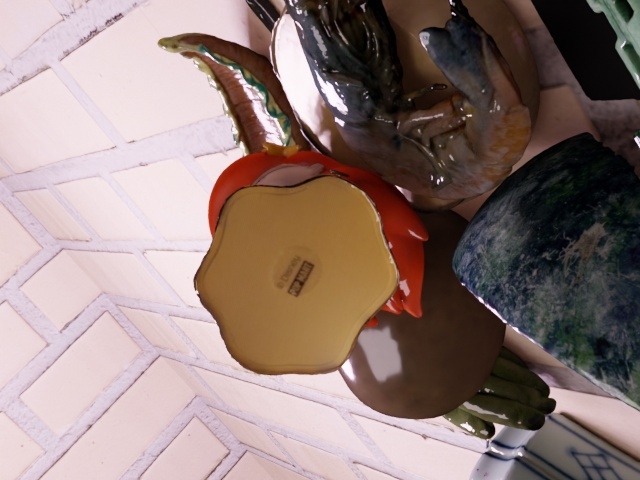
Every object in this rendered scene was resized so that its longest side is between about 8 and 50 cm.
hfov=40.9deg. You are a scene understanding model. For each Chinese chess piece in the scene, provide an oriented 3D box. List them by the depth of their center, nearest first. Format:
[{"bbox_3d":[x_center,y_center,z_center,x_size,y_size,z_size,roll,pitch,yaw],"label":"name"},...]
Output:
[{"bbox_3d":[0.072,-0.142,0.769,0.249,0.103,0.250,34,154,19],"label":"Chinese chess piece"}]

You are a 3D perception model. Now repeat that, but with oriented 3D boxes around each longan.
[{"bbox_3d":[0.091,0.073,0.944,0.215,0.246,0.246,10,174,-30],"label":"longan"}]

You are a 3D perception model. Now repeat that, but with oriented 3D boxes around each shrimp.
[{"bbox_3d":[0.058,-0.126,0.622,0.178,0.075,0.289,10,139,41],"label":"shrimp"}]

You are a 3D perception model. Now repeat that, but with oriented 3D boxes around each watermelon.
[{"bbox_3d":[0.251,0.027,0.659,0.226,0.148,0.318,15,-161,-42],"label":"watermelon"}]

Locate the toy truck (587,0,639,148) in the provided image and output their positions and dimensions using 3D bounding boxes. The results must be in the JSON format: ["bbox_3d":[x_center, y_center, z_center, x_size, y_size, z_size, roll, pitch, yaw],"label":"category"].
[{"bbox_3d":[0.184,-0.146,0.301,0.155,0.156,0.279,64,171,10],"label":"toy truck"}]

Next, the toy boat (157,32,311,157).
[{"bbox_3d":[-0.085,-0.156,1.008,0.108,0.099,0.293,24,158,37],"label":"toy boat"}]

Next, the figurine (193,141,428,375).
[{"bbox_3d":[-0.007,0.006,0.771,0.257,0.208,0.181,-86,-14,-74],"label":"figurine"}]

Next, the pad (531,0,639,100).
[{"bbox_3d":[0.219,-0.156,0.565,0.164,0.004,0.243,52,168,-21],"label":"pad"}]

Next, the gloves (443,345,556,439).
[{"bbox_3d":[0.178,0.166,1.115,0.268,0.135,0.107,26,-167,38],"label":"gloves"}]

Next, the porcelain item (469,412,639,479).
[{"bbox_3d":[0.343,0.386,1.171,0.286,0.157,0.281,32,156,26],"label":"porcelain item"}]

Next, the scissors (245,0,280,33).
[{"bbox_3d":[-0.072,-0.258,0.907,0.220,0.017,0.088,50,155,-17],"label":"scissors"}]
